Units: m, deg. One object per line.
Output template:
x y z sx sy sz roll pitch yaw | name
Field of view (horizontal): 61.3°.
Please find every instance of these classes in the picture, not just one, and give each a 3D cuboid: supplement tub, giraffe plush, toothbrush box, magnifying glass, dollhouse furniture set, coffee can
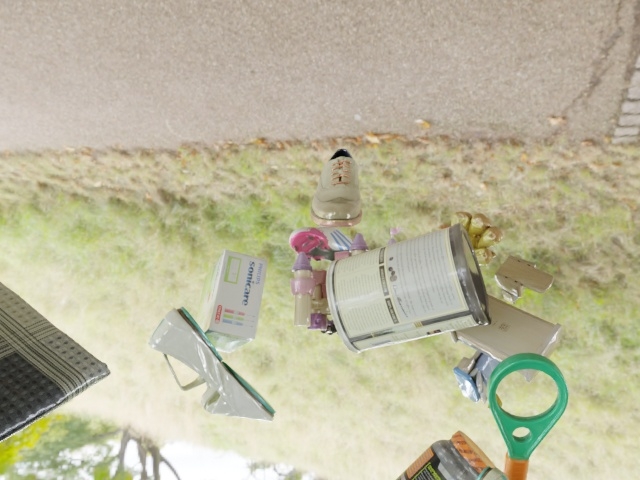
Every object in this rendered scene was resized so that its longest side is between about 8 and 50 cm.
0.297 0.652 1.379 0.316 0.193 0.193 -45 156 4 | supplement tub
0.489 0.013 1.732 0.210 0.181 0.170 -52 154 22 | giraffe plush
-0.245 0.170 1.429 0.122 0.207 0.283 15 158 -18 | toothbrush box
0.248 0.245 0.670 0.092 0.231 0.026 3 -163 8 | magnifying glass
0.485 0.259 1.308 0.198 0.286 0.303 27 154 41 | dollhouse furniture set
0.176 0.099 1.082 0.275 0.202 0.201 -17 160 20 | coffee can

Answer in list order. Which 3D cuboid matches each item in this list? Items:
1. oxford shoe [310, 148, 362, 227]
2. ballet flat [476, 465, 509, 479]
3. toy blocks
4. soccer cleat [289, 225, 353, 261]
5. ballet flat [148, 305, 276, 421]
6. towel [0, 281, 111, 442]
0.043 -0.148 1.476 0.140 0.147 0.397 1 -156 -1 | oxford shoe
0.190 0.347 0.661 0.057 0.052 0.168 -18 135 -41 | ballet flat
0.091 0.108 1.448 0.288 0.260 0.309 -6 164 18 | toy blocks
0.000 0.000 1.888 0.116 0.143 0.331 -39 143 24 | soccer cleat
-0.266 0.332 1.306 0.139 0.139 0.400 -14 122 37 | ballet flat
-0.578 0.206 0.888 0.324 0.056 0.312 31 -150 18 | towel
